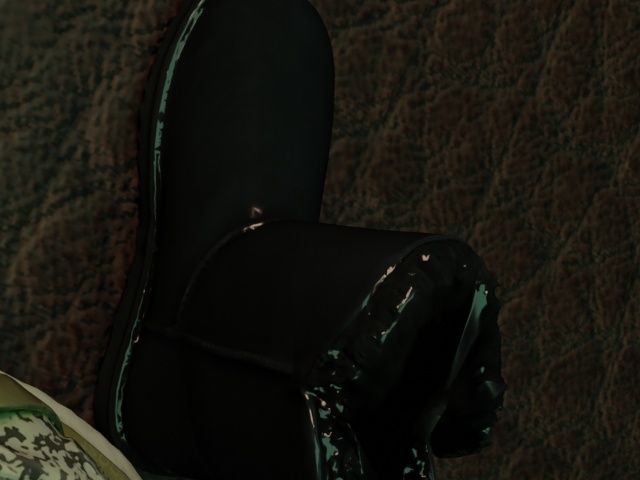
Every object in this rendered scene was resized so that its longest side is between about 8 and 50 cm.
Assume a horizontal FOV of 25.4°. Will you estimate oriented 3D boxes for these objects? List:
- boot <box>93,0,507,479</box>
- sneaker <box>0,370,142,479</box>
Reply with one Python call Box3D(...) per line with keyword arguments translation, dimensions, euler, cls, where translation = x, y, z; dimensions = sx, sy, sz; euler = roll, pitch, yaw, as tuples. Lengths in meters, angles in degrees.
Box3D(translation=(0.000, 0.000, 0.592), dimensions=(0.094, 0.207, 0.247), euler=(18, 83, -35), cls="boot")
Box3D(translation=(-0.183, 0.062, 0.481), dimensions=(0.410, 0.182, 0.158), euler=(35, 74, -32), cls="sneaker")
